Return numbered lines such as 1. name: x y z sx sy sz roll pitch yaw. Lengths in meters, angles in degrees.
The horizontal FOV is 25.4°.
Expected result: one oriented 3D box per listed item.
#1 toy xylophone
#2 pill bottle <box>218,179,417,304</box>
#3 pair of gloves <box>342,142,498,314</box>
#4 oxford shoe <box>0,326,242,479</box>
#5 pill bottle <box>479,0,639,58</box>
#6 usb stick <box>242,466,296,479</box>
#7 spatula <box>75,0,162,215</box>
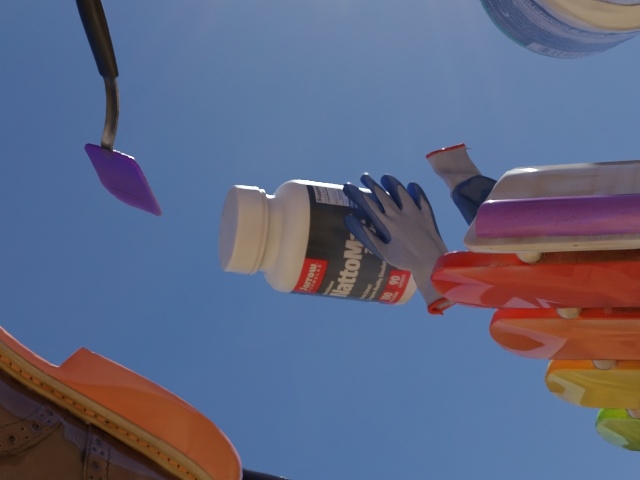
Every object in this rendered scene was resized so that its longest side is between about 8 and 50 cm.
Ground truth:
1. toy xylophone: 0.220 0.055 0.751 0.323 0.236 0.081 44 -126 -33
2. pill bottle: 0.000 0.000 1.336 0.180 0.108 0.108 7 -58 -15
3. pair of gloves: 0.120 -0.014 1.306 0.198 0.159 0.023 -19 -26 -33
4. oxford shoe: -0.208 0.083 0.622 0.364 0.132 0.130 25 -47 -11
5. pill bottle: 0.260 -0.287 1.328 0.204 0.204 0.361 -47 1 0
6. usb stick: -0.040 0.199 0.990 0.045 0.278 0.077 105 179 -60
7. spatula: -0.224 -0.150 1.491 0.030 0.084 0.296 -41 -42 -40
